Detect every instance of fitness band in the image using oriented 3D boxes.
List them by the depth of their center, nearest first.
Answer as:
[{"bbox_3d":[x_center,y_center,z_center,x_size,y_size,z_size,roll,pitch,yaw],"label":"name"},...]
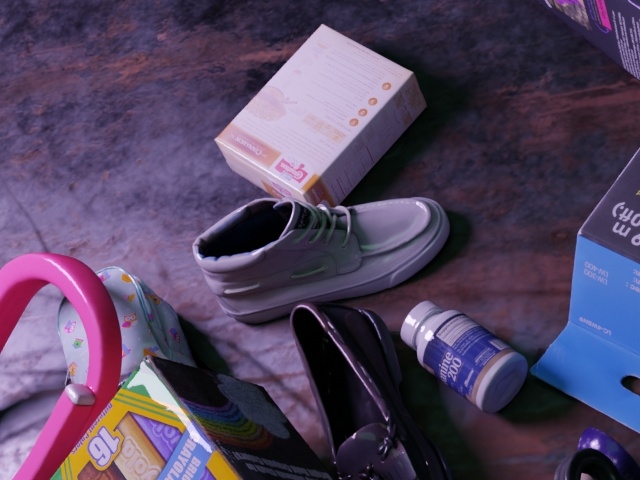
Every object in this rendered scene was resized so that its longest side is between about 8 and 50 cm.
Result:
[{"bbox_3d":[-0.301,0.149,1.582,0.209,0.054,0.291,50,118,35],"label":"fitness band"}]

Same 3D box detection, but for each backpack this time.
[{"bbox_3d":[-0.195,0.117,1.612,0.152,0.115,0.182,-27,51,5],"label":"backpack"}]

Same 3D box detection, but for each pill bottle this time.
[{"bbox_3d":[0.137,0.110,1.525,0.067,0.067,0.120,-46,55,-12],"label":"pill bottle"}]

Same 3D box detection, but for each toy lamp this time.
[{"bbox_3d":[0.172,0.287,1.394,0.275,0.080,0.080,-42,54,-12],"label":"toy lamp"}]

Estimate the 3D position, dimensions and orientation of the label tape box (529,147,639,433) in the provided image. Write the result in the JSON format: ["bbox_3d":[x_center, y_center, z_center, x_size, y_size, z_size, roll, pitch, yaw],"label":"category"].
[{"bbox_3d":[0.383,0.023,1.465,0.249,0.115,0.347,28,70,32],"label":"label tape box"}]

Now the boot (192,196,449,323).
[{"bbox_3d":[0.000,0.000,1.610,0.258,0.123,0.095,-23,54,5],"label":"boot"}]

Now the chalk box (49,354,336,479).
[{"bbox_3d":[-0.081,0.272,1.401,0.179,0.180,0.289,-51,52,13],"label":"chalk box"}]

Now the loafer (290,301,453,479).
[{"bbox_3d":[0.038,0.183,1.481,0.109,0.095,0.302,-42,46,25],"label":"loafer"}]

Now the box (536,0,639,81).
[{"bbox_3d":[0.334,-0.301,1.671,0.165,0.143,0.270,-37,53,-8],"label":"box"}]

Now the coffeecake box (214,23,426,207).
[{"bbox_3d":[0.001,-0.129,1.728,0.142,0.068,0.185,33,74,33],"label":"coffeecake box"}]

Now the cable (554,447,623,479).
[{"bbox_3d":[0.241,0.318,1.301,0.139,0.072,0.287,-9,60,-29],"label":"cable"}]
